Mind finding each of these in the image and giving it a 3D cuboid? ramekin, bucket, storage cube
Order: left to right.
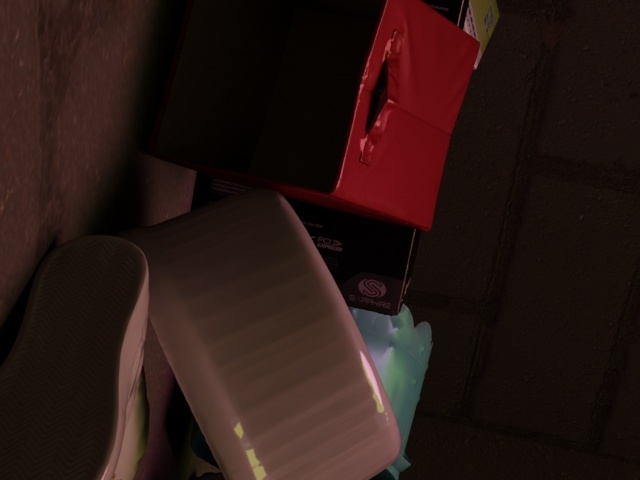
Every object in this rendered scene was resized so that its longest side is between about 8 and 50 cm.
[{"bbox_3d":[-0.045,0.092,1.045,0.277,0.135,0.277,155,-90,-84],"label":"ramekin"},{"bbox_3d":[-0.013,0.174,1.493,0.281,0.281,0.183,89,11,-65],"label":"bucket"},{"bbox_3d":[-0.001,-0.127,1.126,0.193,0.215,0.183,16,88,-59],"label":"storage cube"}]

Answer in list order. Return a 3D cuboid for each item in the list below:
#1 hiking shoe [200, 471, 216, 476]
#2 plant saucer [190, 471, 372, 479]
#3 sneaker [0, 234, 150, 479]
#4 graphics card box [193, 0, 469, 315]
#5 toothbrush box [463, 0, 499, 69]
[{"bbox_3d":[-0.131,0.454,1.650,0.113,0.132,0.304,19,83,-84],"label":"hiking shoe"},{"bbox_3d":[-0.028,0.308,1.488,0.317,0.318,0.043,86,7,-69],"label":"plant saucer"},{"bbox_3d":[-0.168,0.152,0.840,0.292,0.108,0.169,-73,169,-49],"label":"sneaker"},{"bbox_3d":[0.009,-0.128,1.314,0.094,0.233,0.371,-53,153,-77],"label":"graphics card box"},{"bbox_3d":[0.116,-0.314,1.493,0.283,0.122,0.206,-62,138,-66],"label":"toothbrush box"}]
